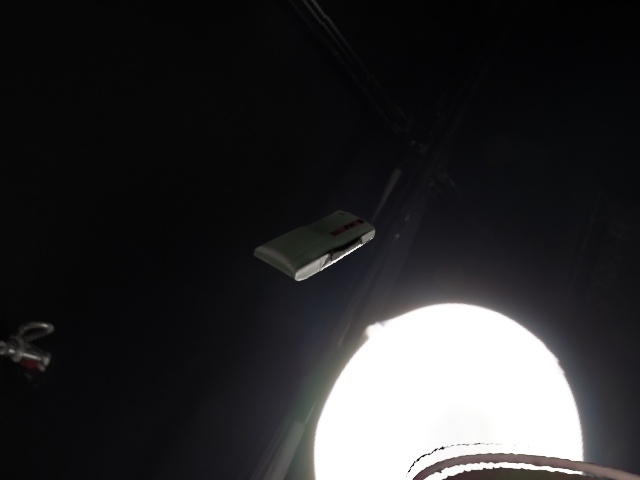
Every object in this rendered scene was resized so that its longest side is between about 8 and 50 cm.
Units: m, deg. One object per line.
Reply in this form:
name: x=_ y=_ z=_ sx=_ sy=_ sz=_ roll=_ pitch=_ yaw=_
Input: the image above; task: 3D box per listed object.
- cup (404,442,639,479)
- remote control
cup: x=0.136 y=0.261 z=0.224 sx=0.253 sy=0.253 sz=0.274 roll=8 pitch=-89 yaw=-47
remote control: x=0.000 y=0.000 z=0.643 sx=0.166 sy=0.065 sz=0.029 roll=-28 pitch=-44 yaw=-47
